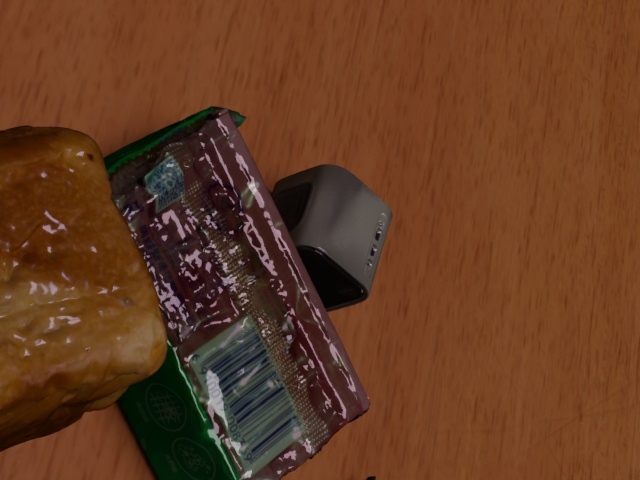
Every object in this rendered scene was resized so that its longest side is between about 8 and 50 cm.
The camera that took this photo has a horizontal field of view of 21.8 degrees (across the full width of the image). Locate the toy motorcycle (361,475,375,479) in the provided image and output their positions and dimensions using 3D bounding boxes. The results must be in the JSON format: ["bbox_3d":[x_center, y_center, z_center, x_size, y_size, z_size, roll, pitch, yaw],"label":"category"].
[{"bbox_3d":[0.017,0.338,1.202,0.207,0.134,0.401,52,46,-30],"label":"toy motorcycle"}]

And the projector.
[{"bbox_3d":[0.000,0.000,1.327,0.083,0.083,0.082,41,50,-31],"label":"projector"}]

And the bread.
[{"bbox_3d":[-0.249,0.044,0.898,0.344,0.149,0.195,-13,77,-47],"label":"bread"}]

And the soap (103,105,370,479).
[{"bbox_3d":[-0.084,0.058,1.207,0.218,0.098,0.273,-37,104,-47],"label":"soap"}]
